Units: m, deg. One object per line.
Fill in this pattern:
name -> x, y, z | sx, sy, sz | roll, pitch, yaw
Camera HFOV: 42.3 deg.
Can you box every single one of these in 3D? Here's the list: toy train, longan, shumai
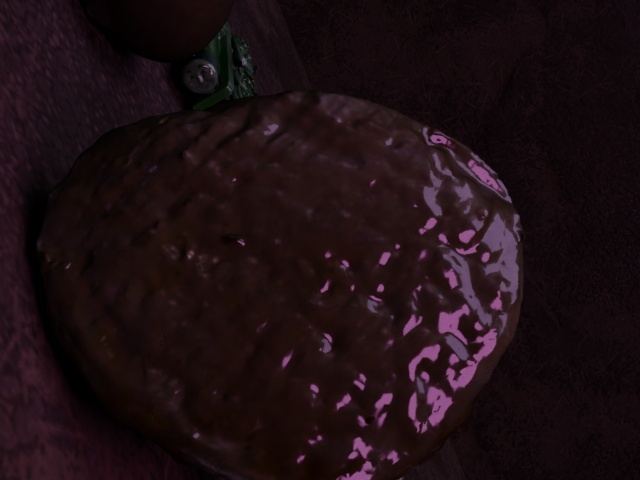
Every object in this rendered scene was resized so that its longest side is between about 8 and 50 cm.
toy train -> -0.143, -0.235, 1.087 | 0.119, 0.085, 0.251 | 56, 13, -32
longan -> -0.162, -0.275, 0.822 | 0.189, 0.189, 0.189 | -21, 90, -81
shumai -> -0.037, 0.059, 0.639 | 0.288, 0.329, 0.292 | 113, -4, -77
